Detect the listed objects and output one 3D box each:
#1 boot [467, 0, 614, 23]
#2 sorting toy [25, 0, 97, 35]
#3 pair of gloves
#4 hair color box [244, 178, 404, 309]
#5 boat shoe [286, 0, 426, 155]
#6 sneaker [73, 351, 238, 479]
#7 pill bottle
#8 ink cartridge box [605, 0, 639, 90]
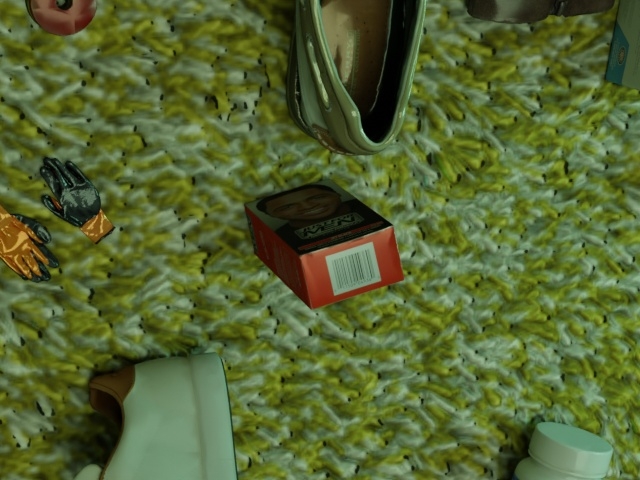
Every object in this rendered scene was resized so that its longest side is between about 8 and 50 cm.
[{"bbox_3d":[0.217,-0.275,1.145,0.248,0.090,0.207,-12,121,-17],"label":"boot"},{"bbox_3d":[-0.191,-0.275,1.007,0.132,0.046,0.274,-34,113,-8],"label":"sorting toy"},{"bbox_3d":[-0.194,-0.014,1.098,0.083,0.010,0.074,-38,113,-7],"label":"pair of gloves"},{"bbox_3d":[0.000,0.000,1.098,0.072,0.141,0.043,-18,110,-14],"label":"hair color box"},{"bbox_3d":[0.033,-0.208,1.072,0.113,0.103,0.302,-7,107,-17],"label":"boat shoe"},{"bbox_3d":[-0.112,0.220,1.083,0.123,0.290,0.106,-5,147,-10],"label":"sneaker"},{"bbox_3d":[0.188,0.223,1.261,0.078,0.078,0.137,10,101,-21],"label":"pill bottle"},{"bbox_3d":[0.292,-0.148,1.157,0.090,0.143,0.092,5,104,-20],"label":"ink cartridge box"}]
